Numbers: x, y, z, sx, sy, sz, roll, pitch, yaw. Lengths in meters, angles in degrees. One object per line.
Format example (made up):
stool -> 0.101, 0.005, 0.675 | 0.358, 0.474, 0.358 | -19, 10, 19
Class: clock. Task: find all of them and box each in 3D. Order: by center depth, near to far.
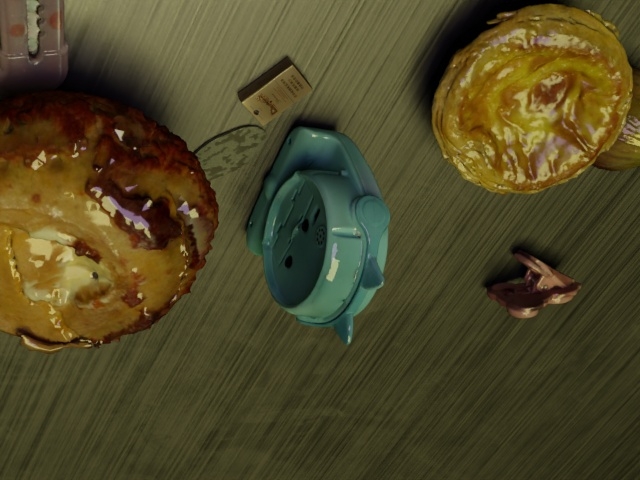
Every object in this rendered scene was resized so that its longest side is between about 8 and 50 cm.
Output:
clock -> 0.000, 0.000, 1.281 | 0.094, 0.274, 0.223 | 6, 126, -29

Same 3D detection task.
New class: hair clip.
hair clip -> 0.368, 0.087, 1.657 | 0.138, 0.123, 0.102 | 24, 98, -35

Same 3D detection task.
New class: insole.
insole -> -0.158, -0.098, 1.308 | 0.193, 0.006, 0.065 | -32, 137, 7

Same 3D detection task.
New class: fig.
fig -> 0.483, -0.164, 1.409 | 0.230, 0.143, 0.160 | 14, 130, 19

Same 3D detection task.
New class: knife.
knife -> -0.292, -0.275, 0.983 | 0.132, 0.038, 0.398 | -8, 150, -20

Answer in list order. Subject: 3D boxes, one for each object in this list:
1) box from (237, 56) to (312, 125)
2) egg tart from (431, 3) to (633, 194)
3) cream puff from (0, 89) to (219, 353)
box -> -0.058, -0.192, 1.251 | 0.083, 0.024, 0.053 | -33, 136, 10
egg tart -> 0.283, -0.198, 1.325 | 0.295, 0.116, 0.295 | -3, 130, -4
cream puff -> -0.282, -0.036, 1.148 | 0.350, 0.229, 0.350 | 4, 130, 4
